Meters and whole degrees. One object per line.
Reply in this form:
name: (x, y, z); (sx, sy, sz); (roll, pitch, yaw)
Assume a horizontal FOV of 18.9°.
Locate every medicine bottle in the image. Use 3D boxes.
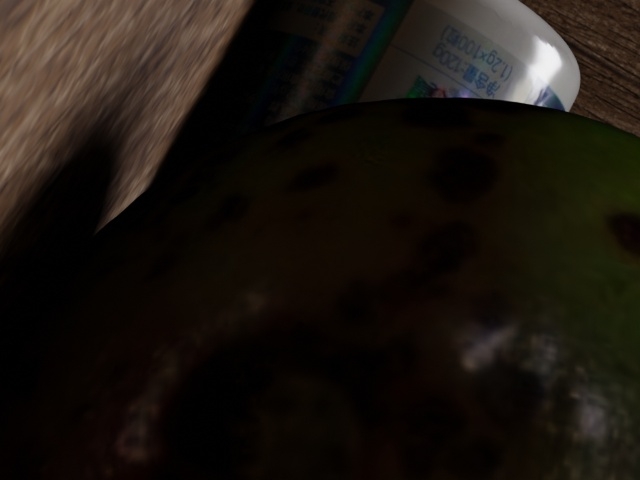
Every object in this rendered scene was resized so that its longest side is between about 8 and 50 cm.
medicine bottle: (0.000, 0.000, 0.646); (0.191, 0.107, 0.107); (-61, 179, -7)

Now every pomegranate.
pomegranate: (0.049, 0.103, 0.511); (0.242, 0.306, 0.242); (-23, -138, 22)
